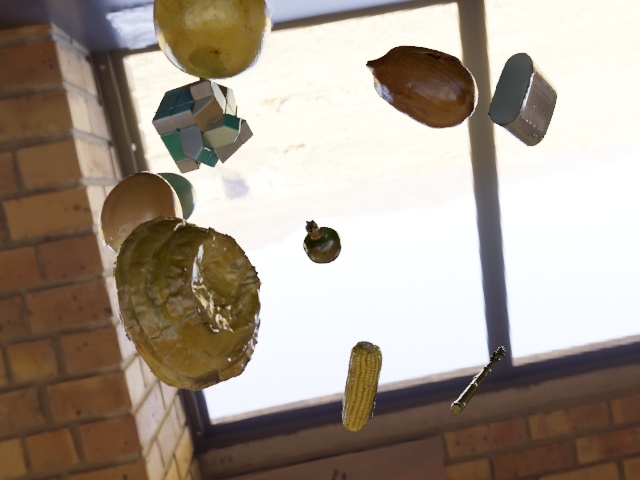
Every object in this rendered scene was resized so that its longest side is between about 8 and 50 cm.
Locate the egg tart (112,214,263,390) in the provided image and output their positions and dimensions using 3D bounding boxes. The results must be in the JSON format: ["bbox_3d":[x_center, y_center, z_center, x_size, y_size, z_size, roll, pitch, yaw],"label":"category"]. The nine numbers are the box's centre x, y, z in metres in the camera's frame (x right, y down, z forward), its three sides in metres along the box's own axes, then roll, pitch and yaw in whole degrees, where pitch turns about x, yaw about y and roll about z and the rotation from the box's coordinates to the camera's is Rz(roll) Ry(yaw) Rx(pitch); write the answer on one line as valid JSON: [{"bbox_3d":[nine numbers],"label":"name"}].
[{"bbox_3d":[-0.178,0.085,0.998,0.115,0.290,0.290,-22,178,32],"label":"egg tart"}]

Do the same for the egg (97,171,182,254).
[{"bbox_3d":[-0.440,-0.056,1.615,0.201,0.244,0.201,3,157,1],"label":"egg"}]

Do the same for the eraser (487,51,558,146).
[{"bbox_3d":[0.490,-0.330,1.563,0.081,0.174,0.227,22,-174,32],"label":"eraser"}]

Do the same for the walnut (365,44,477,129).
[{"bbox_3d":[0.272,-0.429,1.784,0.336,0.209,0.209,28,-163,15],"label":"walnut"}]

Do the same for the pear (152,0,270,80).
[{"bbox_3d":[-0.309,-0.623,1.872,0.348,0.348,0.348,-10,-175,1],"label":"pear"}]

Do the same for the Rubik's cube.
[{"bbox_3d":[-0.314,-0.320,1.762,0.213,0.224,0.265,-13,-141,14],"label":"Rubik's cube"}]

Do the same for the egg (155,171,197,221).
[{"bbox_3d":[-0.457,-0.106,1.854,0.231,0.168,0.168,-26,-166,-36],"label":"egg"}]

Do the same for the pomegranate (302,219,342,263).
[{"bbox_3d":[0.000,0.000,1.797,0.115,0.142,0.114,-16,-136,16],"label":"pomegranate"}]

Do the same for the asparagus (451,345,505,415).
[{"bbox_3d":[0.308,0.267,1.260,0.025,0.024,0.248,-14,-171,39],"label":"asparagus"}]

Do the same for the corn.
[{"bbox_3d":[0.084,0.300,1.342,0.072,0.203,0.072,7,-161,-2],"label":"corn"}]
